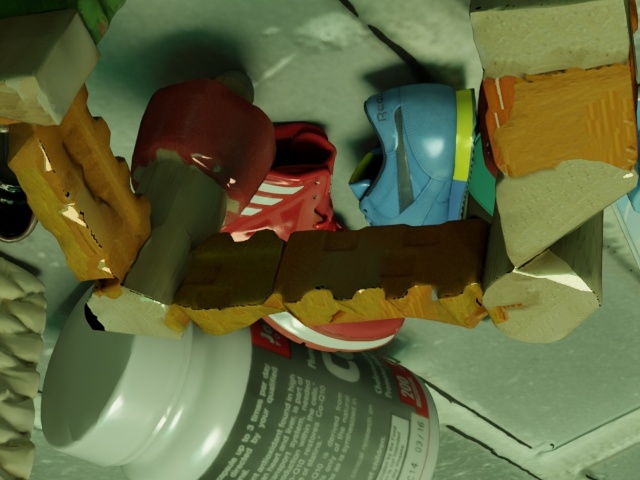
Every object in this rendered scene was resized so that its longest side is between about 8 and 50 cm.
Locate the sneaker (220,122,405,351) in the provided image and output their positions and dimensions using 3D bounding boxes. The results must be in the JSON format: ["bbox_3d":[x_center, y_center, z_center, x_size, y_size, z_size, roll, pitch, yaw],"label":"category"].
[{"bbox_3d":[0.000,0.000,0.739,0.221,0.087,0.128,22,132,-31],"label":"sneaker"}]

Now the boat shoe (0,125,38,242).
[{"bbox_3d":[-0.183,-0.086,0.622,0.073,0.073,0.207,0,136,-8],"label":"boat shoe"}]

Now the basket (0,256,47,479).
[{"bbox_3d":[-0.374,0.140,0.654,0.266,0.328,0.331,-35,132,24],"label":"basket"}]

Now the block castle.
[{"bbox_3d":[-0.028,-0.166,0.449,0.303,0.213,0.453,-3,135,21],"label":"block castle"}]

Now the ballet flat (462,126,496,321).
[{"bbox_3d":[0.140,-0.025,0.760,0.068,0.072,0.213,-27,147,-26],"label":"ballet flat"}]

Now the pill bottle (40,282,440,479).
[{"bbox_3d":[-0.058,0.134,0.821,0.283,0.161,0.161,26,128,-32],"label":"pill bottle"}]

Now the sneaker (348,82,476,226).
[{"bbox_3d":[0.060,-0.025,0.739,0.082,0.069,0.209,0,137,1],"label":"sneaker"}]

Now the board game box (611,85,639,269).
[{"bbox_3d":[0.438,-0.035,0.798,0.390,0.050,0.390,-23,136,15],"label":"board game box"}]
